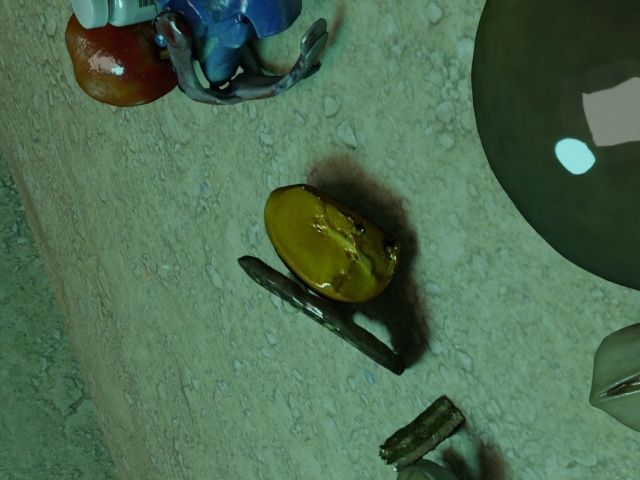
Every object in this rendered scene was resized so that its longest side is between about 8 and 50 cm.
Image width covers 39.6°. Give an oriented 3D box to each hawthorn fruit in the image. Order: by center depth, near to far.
[{"bbox_3d":[-0.306,-0.314,1.481,0.225,0.196,0.197,12,120,40],"label":"hawthorn fruit"}]

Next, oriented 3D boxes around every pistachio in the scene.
[{"bbox_3d":[0.314,0.122,0.817,0.113,0.113,0.149,60,153,15],"label":"pistachio"}]

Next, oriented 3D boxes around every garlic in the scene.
[{"bbox_3d":[-0.047,0.093,1.458,0.053,0.041,0.083,60,157,23],"label":"garlic"}]

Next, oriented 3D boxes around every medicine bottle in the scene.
[{"bbox_3d":[-0.287,-0.391,1.381,0.102,0.186,0.103,37,139,42],"label":"medicine bottle"}]

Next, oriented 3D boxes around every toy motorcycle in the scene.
[{"bbox_3d":[-0.104,-0.316,1.197,0.319,0.241,0.182,137,148,-65],"label":"toy motorcycle"}]

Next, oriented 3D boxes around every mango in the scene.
[{"bbox_3d":[0.000,0.000,1.221,0.154,0.126,0.252,41,175,-41],"label":"mango"}]

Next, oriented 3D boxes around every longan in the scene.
[{"bbox_3d":[0.250,-0.113,0.596,0.319,0.318,0.319,37,138,43],"label":"longan"}]

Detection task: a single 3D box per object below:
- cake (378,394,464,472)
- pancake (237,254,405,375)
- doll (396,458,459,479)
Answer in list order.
[{"bbox_3d":[0.134,0.256,1.179,0.051,0.140,0.055,44,128,22],"label":"cake"},{"bbox_3d":[0.002,0.104,1.267,0.286,0.033,0.288,33,176,-1],"label":"pancake"},{"bbox_3d":[0.184,0.451,1.158,0.330,0.174,0.235,51,168,10],"label":"doll"}]
